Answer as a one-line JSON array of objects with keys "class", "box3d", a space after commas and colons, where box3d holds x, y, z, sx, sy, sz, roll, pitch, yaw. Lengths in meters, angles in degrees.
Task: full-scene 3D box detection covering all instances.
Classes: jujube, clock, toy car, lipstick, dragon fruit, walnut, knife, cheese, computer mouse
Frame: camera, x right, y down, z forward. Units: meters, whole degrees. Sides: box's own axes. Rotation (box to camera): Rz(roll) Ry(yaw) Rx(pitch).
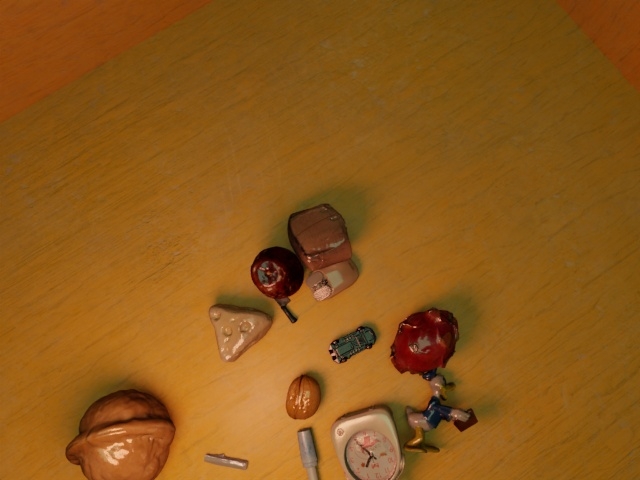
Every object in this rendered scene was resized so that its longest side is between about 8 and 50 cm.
[{"class": "jujube", "box3d": [-0.181, 0.135, 1.726, 0.222, 0.318, 0.223, 0, 86, 6]}, {"class": "clock", "box3d": [0.201, 0.847, 1.664, 0.265, 0.108, 0.324, -20, 78, 10]}, {"class": "toy car", "box3d": [0.137, 0.445, 1.789, 0.216, 0.063, 0.103, -25, 80, -10]}, {"class": "lipstick", "box3d": [-0.040, 0.916, 1.698, 0.068, 0.061, 0.274, -12, 78, -4]}, {"class": "dragon fruit", "box3d": [0.424, 0.415, 1.713, 0.314, 0.250, 0.251, -22, 79, 14]}, {"class": "walnut", "box3d": [-0.747, 0.751, 1.586, 0.383, 0.383, 0.384, 0, 79, 1]}, {"class": "knife", "box3d": [-0.172, 0.265, 1.851, 0.060, 0.028, 0.230, -36, 77, -18]}, {"class": "cheese", "box3d": [-0.338, 0.350, 1.763, 0.247, 0.174, 0.251, -27, 75, -3]}, {"class": "walnut", "box3d": [-0.069, 0.645, 1.715, 0.144, 0.144, 0.180, 6, 74, 2]}, {"class": "computer mouse", "box3d": [0.055, 0.166, 1.836, 0.236, 0.082, 0.145, -28, 80, -6]}]

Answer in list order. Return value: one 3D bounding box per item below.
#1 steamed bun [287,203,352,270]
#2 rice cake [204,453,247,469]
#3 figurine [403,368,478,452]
[{"class": "steamed bun", "box3d": [0.000, 0.000, 1.807, 0.251, 0.199, 0.301, -23, 48, -2]}, {"class": "rice cake", "box3d": [-0.389, 0.910, 1.720, 0.180, 0.030, 0.042, 10, 84, 3]}, {"class": "figurine", "box3d": [0.479, 0.672, 1.680, 0.283, 0.204, 0.339, -9, 64, 25]}]
